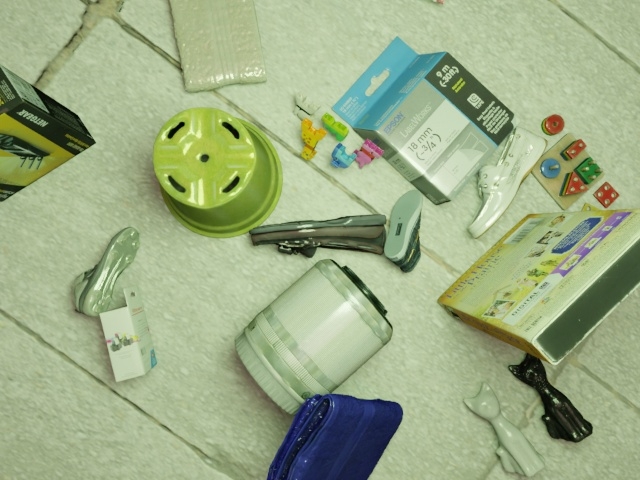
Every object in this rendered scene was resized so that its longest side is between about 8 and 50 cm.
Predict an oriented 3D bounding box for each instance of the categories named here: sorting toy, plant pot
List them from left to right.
[{"bbox_3d":[-0.212,-0.145,0.993,0.276,0.254,0.275,0,89,-5],"label":"plant pot"},{"bbox_3d":[0.587,-0.156,1.157,0.132,0.046,0.274,-41,93,-4],"label":"sorting toy"}]

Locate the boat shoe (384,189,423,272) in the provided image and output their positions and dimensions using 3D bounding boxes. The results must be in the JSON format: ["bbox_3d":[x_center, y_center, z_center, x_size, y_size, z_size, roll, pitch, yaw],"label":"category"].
[{"bbox_3d":[0.198,-0.021,1.123,0.083,0.065,0.183,44,59,-43],"label":"boat shoe"}]

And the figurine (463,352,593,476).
[{"bbox_3d":[0.460,0.388,1.128,0.215,0.092,0.209,-34,84,-3],"label":"figurine"}]

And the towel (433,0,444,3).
[{"bbox_3d":[0.208,-0.631,1.124,0.197,0.029,0.144,19,88,-1],"label":"towel"}]

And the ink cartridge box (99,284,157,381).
[{"bbox_3d":[-0.406,0.191,1.048,0.062,0.104,0.181,-13,90,-5],"label":"ink cartridge box"}]

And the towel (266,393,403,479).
[{"bbox_3d":[0.034,0.410,1.008,0.076,0.308,0.227,32,92,40],"label":"towel"}]

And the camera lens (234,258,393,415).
[{"bbox_3d":[-0.007,0.190,1.020,0.274,0.219,0.219,-41,92,-4],"label":"camera lens"}]

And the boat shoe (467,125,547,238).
[{"bbox_3d":[0.396,-0.133,1.123,0.096,0.098,0.277,34,82,3],"label":"boat shoe"}]

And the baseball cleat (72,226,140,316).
[{"bbox_3d":[-0.467,0.059,1.062,0.110,0.072,0.205,7,64,29],"label":"baseball cleat"}]

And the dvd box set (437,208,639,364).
[{"bbox_3d":[0.418,0.063,0.954,0.308,0.420,0.062,-42,95,-4],"label":"dvd box set"}]

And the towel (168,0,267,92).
[{"bbox_3d":[-0.232,-0.475,1.100,0.187,0.049,0.282,-10,91,-3],"label":"towel"}]

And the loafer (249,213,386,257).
[{"bbox_3d":[0.000,0.000,1.084,0.303,0.109,0.095,-6,94,-7],"label":"loafer"}]

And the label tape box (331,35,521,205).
[{"bbox_3d":[0.228,-0.278,1.102,0.334,0.106,0.240,42,86,-3],"label":"label tape box"}]

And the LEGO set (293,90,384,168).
[{"bbox_3d":[0.012,-0.214,1.103,0.227,0.093,0.087,37,56,2],"label":"LEGO set"}]

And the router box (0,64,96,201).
[{"bbox_3d":[-0.603,-0.184,0.936,0.243,0.309,0.081,-33,91,-3],"label":"router box"}]
